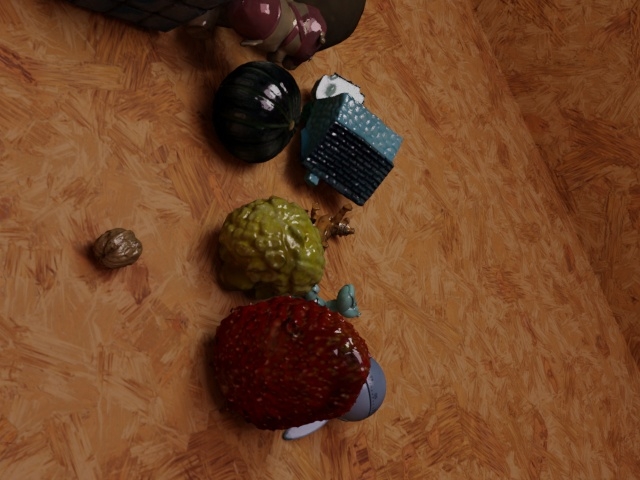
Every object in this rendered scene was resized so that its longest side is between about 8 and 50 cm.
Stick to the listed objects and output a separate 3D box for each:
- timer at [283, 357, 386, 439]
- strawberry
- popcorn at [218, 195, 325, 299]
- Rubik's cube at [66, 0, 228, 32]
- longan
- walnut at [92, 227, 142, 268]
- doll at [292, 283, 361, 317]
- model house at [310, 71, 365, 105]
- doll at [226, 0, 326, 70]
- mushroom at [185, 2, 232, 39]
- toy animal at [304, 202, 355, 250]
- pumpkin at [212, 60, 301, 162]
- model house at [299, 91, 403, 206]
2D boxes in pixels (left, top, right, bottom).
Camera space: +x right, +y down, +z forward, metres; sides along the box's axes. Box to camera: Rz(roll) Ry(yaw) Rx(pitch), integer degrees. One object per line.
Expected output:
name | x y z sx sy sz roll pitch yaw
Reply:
timer | 0.024 0.347 1.672 0.175 0.255 0.175 160 -90 -89
strawberry | -0.059 0.223 1.453 0.292 0.343 0.292 13 63 -26
popcorn | -0.108 0.036 1.630 0.237 0.251 0.206 -4 44 -16
Rubik's cube | -0.360 -0.668 1.514 0.344 0.337 0.344 2 84 -46
longan | -0.049 -0.698 1.972 0.404 0.336 0.404 19 56 -32
walnut | -0.382 0.014 1.396 0.079 0.082 0.096 37 28 13
doll | 0.014 0.151 1.730 0.159 0.158 0.059 35 37 -24
model house | 0.034 -0.391 2.104 0.148 0.148 0.119 24 81 -15
doll | -0.110 -0.511 1.711 0.256 0.152 0.196 12 53 -47
mushroom | -0.259 -0.575 1.779 0.207 0.207 0.215 35 63 -33
toy animal | -0.007 -0.003 1.856 0.255 0.114 0.116 -55 156 -44
pumpkin | -0.155 -0.307 1.758 0.250 0.216 0.250 -28 125 -49
model house | 0.055 -0.217 1.974 0.261 0.226 0.241 32 68 -31
